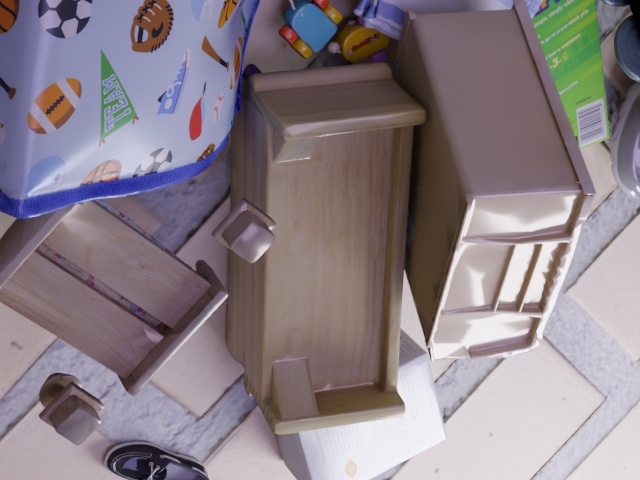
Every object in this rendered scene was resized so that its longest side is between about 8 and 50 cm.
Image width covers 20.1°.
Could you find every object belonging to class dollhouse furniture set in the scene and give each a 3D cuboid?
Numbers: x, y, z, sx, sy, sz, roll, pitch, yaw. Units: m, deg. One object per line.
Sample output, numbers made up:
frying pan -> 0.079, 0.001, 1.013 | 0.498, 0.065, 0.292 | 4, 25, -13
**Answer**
dollhouse furniture set -> -0.279, 0.007, 1.682 | 0.355, 0.174, 0.303 | -46, 128, 7

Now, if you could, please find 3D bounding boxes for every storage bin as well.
storage bin -> 0.151, -0.055, 1.797 | 0.123, 0.262, 0.260 | -4, 141, -13

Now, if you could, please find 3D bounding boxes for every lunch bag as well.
lunch bag -> -0.188, -0.221, 1.590 | 0.385, 0.239, 0.327 | -16, 124, -52

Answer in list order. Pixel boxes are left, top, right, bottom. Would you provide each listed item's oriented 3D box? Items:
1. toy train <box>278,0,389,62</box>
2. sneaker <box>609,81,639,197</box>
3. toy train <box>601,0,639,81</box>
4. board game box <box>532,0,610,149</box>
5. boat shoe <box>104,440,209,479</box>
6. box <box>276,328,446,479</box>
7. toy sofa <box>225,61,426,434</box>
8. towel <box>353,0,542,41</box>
toy train -> 0.027, -0.242, 1.820 | 0.166, 0.046, 0.125 | -4, 115, -30
sneaker -> 0.429, -0.163, 2.020 | 0.105, 0.115, 0.281 | 24, 102, -45
toy train -> 0.412, -0.230, 1.899 | 0.190, 0.142, 0.334 | -24, 91, -28
board game box -> 0.244, -0.206, 1.958 | 0.124, 0.039, 0.259 | -22, 125, -17
boat shoe -> -0.175, 0.252, 1.969 | 0.125, 0.038, 0.046 | 21, 103, -35
box -> 0.038, 0.189, 2.017 | 0.170, 0.091, 0.130 | -24, 124, -15
toy sofa -> 0.000, 0.000, 1.838 | 0.150, 0.177, 0.362 | -7, 117, -18
towel -> 0.175, -0.310, 1.824 | 0.209, 0.034, 0.285 | 21, 102, -39
